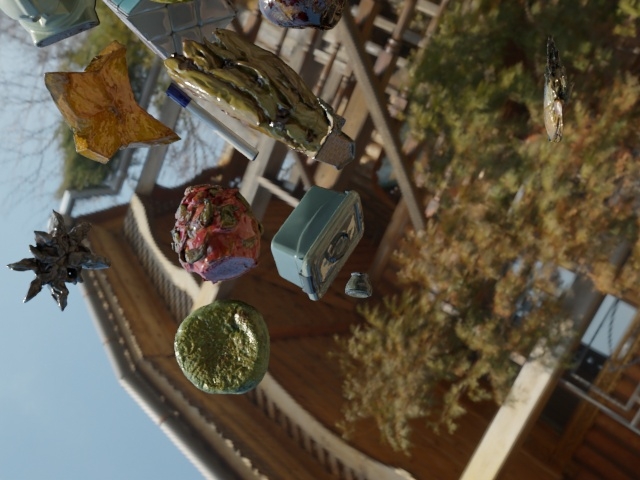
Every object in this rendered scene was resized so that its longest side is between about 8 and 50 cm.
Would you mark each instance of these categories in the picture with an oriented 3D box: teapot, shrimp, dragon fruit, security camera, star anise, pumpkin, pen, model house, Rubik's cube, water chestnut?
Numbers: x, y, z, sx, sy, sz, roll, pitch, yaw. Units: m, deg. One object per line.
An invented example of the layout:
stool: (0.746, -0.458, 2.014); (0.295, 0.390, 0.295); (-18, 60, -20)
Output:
teapot: (0.096, 0.111, 1.921); (0.066, 0.057, 0.088); (7, 164, 1)
shrimp: (0.566, -0.360, 1.824); (0.066, 0.262, 0.117); (-1, -176, -4)
dragon fruit: (-0.294, -0.036, 2.246); (0.269, 0.250, 0.291); (22, -139, -53)
security camera: (-0.631, -0.561, 1.715); (0.197, 0.191, 0.277); (-19, -177, 5)
star anise: (-0.691, 0.049, 2.043); (0.129, 0.283, 0.212); (-5, 129, 53)
pumpkin: (-0.499, -0.310, 1.856); (0.095, 0.290, 0.258); (-8, -153, 40)
pen: (-0.261, -0.285, 1.883); (0.269, 0.033, 0.033); (38, -164, -12)
model house: (0.018, -0.302, 2.256); (0.172, 0.166, 0.183); (19, -158, -46)
Rubik's cube: (-0.394, -0.610, 2.000); (0.224, 0.231, 0.221); (40, 177, 45)
water chestnut: (-0.052, -0.738, 2.256); (0.289, 0.244, 0.289); (1, -168, 0)

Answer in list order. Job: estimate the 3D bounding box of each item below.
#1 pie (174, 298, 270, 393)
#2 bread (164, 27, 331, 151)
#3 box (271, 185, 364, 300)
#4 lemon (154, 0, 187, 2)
pie: (-0.267, 0.298, 2.146); (0.277, 0.277, 0.078); (28, -179, 16)
bread: (-0.142, -0.336, 1.695); (0.324, 0.167, 0.277); (30, -174, 21)
box: (0.000, 0.000, 1.673); (0.130, 0.162, 0.227); (22, -119, 23)
lemon: (-0.229, -0.536, 1.129); (0.350, 0.387, 0.350); (34, -170, -7)
